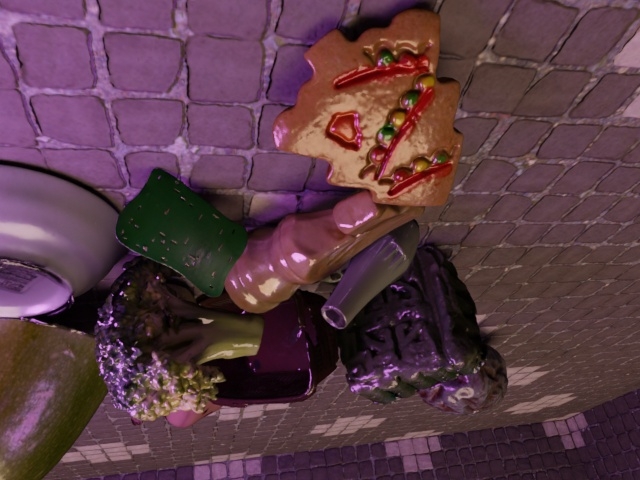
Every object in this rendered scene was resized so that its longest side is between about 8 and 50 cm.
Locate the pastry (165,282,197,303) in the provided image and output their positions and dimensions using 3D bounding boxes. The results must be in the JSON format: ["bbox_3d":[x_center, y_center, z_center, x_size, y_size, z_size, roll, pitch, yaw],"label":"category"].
[{"bbox_3d":[-0.305,0.139,0.919,0.165,0.088,0.166,-5,147,-3],"label":"pastry"}]

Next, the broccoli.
[{"bbox_3d":[-0.205,0.137,0.749,0.243,0.247,0.263,1,170,-20],"label":"broccoli"}]

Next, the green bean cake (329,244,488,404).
[{"bbox_3d":[0.157,0.157,0.934,0.254,0.241,0.132,-26,140,25],"label":"green bean cake"}]

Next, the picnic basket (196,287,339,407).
[{"bbox_3d":[-0.101,0.186,0.944,0.296,0.223,0.129,-14,172,35],"label":"picnic basket"}]

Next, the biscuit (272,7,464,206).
[{"bbox_3d":[0.073,-0.122,0.551,0.212,0.041,0.239,-38,114,12],"label":"biscuit"}]

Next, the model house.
[{"bbox_3d":[-0.200,-0.005,0.697,0.167,0.117,0.088,35,155,-26],"label":"model house"}]

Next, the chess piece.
[{"bbox_3d":[0.000,0.000,0.723,0.300,0.137,0.137,-26,145,31],"label":"chess piece"}]

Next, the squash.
[{"bbox_3d":[-0.515,0.299,0.836,0.309,0.309,0.310,6,156,3],"label":"squash"}]

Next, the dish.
[{"bbox_3d":[-0.432,0.031,0.693,0.316,0.106,0.317,-7,148,-4],"label":"dish"}]

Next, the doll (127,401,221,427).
[{"bbox_3d":[-0.286,0.279,1.094,0.268,0.216,0.284,-8,137,-48],"label":"doll"}]

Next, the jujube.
[{"bbox_3d":[0.390,0.373,1.392,0.226,0.226,0.317,-28,150,27],"label":"jujube"}]

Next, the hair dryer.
[{"bbox_3d":[0.030,0.074,0.809,0.267,0.229,0.092,-34,101,35],"label":"hair dryer"}]
